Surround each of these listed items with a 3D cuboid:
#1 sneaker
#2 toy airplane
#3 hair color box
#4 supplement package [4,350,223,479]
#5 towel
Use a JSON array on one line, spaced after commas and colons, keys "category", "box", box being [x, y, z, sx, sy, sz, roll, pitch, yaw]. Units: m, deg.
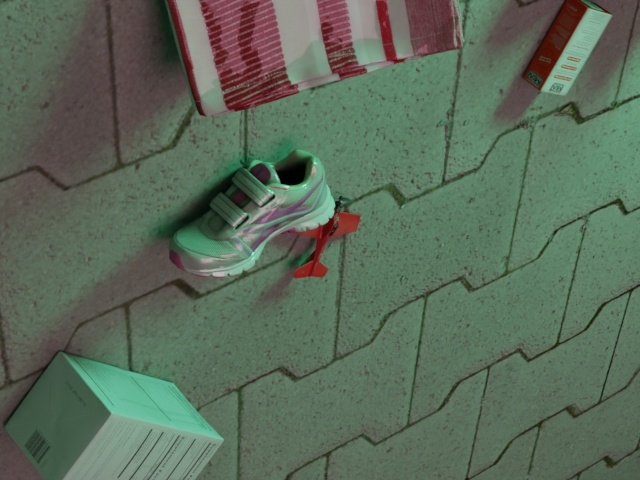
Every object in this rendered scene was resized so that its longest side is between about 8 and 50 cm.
[{"category": "sneaker", "box": [-0.093, -0.045, 1.899, 0.252, 0.103, 0.111, -32, 139, -29]}, {"category": "toy airplane", "box": [0.000, 0.000, 2.089, 0.151, 0.028, 0.151, -28, 142, -25]}, {"category": "hair color box", "box": [0.364, -0.286, 2.163, 0.072, 0.043, 0.141, 4, 121, -48]}, {"category": "supplement package", "box": [-0.273, 0.261, 1.975, 0.134, 0.139, 0.244, -53, 144, 8]}, {"category": "towel", "box": [-0.009, -0.284, 1.642, 0.329, 0.037, 0.237, -17, 119, -7]}]
